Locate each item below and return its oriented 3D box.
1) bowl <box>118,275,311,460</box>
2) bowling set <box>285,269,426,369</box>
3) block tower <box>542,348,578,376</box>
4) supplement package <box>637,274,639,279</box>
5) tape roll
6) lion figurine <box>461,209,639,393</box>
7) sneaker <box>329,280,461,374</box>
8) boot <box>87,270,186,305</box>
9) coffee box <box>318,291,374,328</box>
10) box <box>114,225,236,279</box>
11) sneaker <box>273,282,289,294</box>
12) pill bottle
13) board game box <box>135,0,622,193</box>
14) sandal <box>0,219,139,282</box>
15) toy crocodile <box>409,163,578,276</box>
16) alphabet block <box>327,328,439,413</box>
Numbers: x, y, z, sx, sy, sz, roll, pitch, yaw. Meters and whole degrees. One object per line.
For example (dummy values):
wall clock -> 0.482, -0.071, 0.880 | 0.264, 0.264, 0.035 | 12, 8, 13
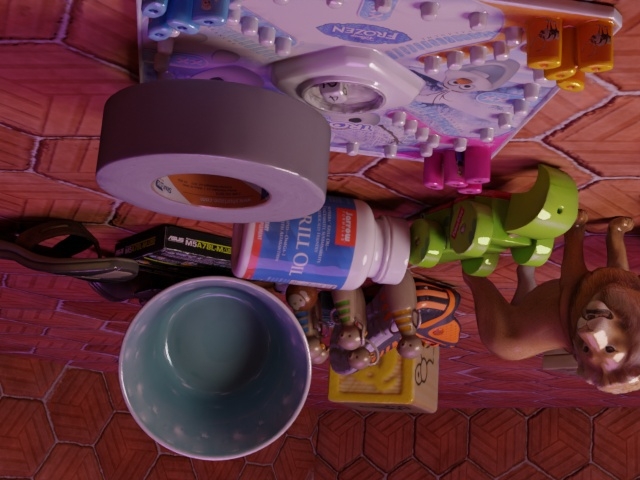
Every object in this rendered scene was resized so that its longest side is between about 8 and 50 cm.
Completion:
bowl -> -0.174, 0.190, 1.735 | 0.311, 0.312, 0.163 | 5, -167, -6
bowling set -> 0.014, 0.146, 1.754 | 0.199, 0.154, 0.287 | 2, 164, -43
block tower -> 0.619, 0.258, 2.258 | 0.097, 0.091, 0.335 | -9, 161, 44
supplement package -> 0.569, 0.096, 1.397 | 0.204, 0.145, 0.261 | -18, -176, -44
tape roll -> -0.100, -0.079, 0.986 | 0.219, 0.072, 0.219 | 4, 165, 1
lion figurine -> 0.317, 0.098, 1.422 | 0.142, 0.240, 0.392 | 10, 165, -21
sneaker -> 0.150, 0.176, 1.923 | 0.180, 0.125, 0.321 | 10, 152, -26
boot -> -0.311, 0.062, 1.824 | 0.106, 0.082, 0.219 | -21, 159, 24
coffee box -> 0.036, 0.143, 2.069 | 0.113, 0.041, 0.184 | 7, 165, -11
box -> -0.211, 0.026, 1.683 | 0.190, 0.045, 0.184 | 13, 166, -33
sneaker -> -0.066, 0.064, 1.814 | 0.043, 0.040, 0.109 | 21, 157, -12
pill bottle -> 0.000, 0.000, 1.361 | 0.221, 0.124, 0.124 | 6, 165, -12
board game box -> 0.023, -0.136, 0.976 | 0.389, 0.050, 0.390 | 6, 165, -7
sandal -> -0.413, 0.006, 1.599 | 0.302, 0.086, 0.120 | 13, 177, 29
toy crocodile -> 0.198, -0.018, 1.316 | 0.115, 0.105, 0.340 | 9, 169, -20
alphabet block -> 0.140, 0.268, 2.234 | 0.193, 0.193, 0.197 | -4, 163, 21
